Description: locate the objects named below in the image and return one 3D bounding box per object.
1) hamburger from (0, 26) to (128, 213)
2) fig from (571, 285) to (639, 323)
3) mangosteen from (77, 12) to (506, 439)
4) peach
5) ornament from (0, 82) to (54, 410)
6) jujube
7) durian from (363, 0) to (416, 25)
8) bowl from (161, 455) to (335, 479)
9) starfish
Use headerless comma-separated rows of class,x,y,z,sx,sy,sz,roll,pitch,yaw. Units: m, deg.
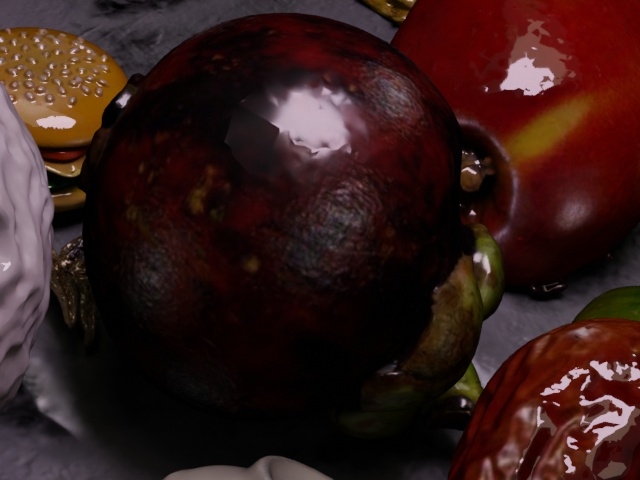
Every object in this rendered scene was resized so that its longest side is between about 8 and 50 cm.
hamburger,-0.224,-0.096,1.208,0.162,0.115,0.162,10,41,-9
fig,0.249,0.074,1.131,0.123,0.156,0.123,9,46,-9
mangosteen,-0.019,-0.005,1.051,0.311,0.311,0.311,9,41,-8
peach,0.195,-0.143,1.295,0.257,0.201,0.361,31,54,21
ornament,-0.330,0.012,0.892,0.337,0.337,0.337,9,41,-8
jujube,0.162,0.170,0.984,0.190,0.190,0.255,39,62,25
durian,0.132,-0.283,1.554,0.305,0.185,0.196,24,64,-2
bowl,-0.017,0.204,0.830,0.237,0.126,0.238,34,6,-4
starfish,-0.192,0.013,1.149,0.130,0.041,0.133,34,41,6
